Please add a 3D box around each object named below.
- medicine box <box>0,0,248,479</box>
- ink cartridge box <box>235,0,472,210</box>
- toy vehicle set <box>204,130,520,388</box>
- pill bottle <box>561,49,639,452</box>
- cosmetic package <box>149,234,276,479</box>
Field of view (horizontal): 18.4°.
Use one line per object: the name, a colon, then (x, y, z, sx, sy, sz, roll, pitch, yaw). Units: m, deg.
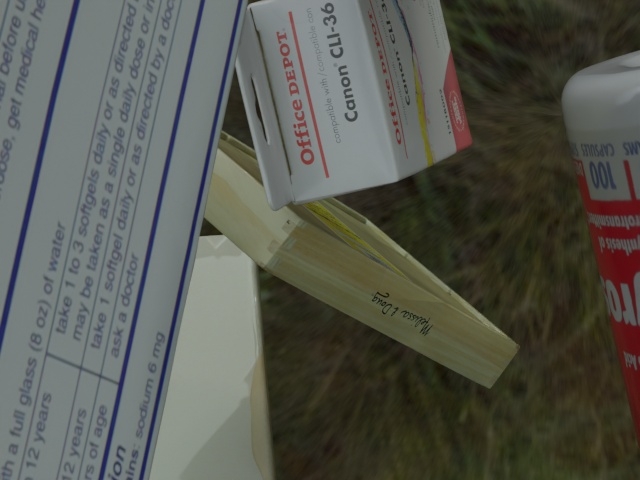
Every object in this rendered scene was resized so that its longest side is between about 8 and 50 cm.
medicine box: (-0.156, -0.036, 0.493, 0.149, 0.289, 0.263, 5, 76, 28)
ink cartridge box: (0.020, -0.089, 1.120, 0.067, 0.198, 0.115, -12, 97, 22)
toy vehicle set: (0.000, 0.000, 1.228, 0.166, 0.267, 0.035, 41, 97, 38)
pill bottle: (0.316, 0.062, 1.352, 0.229, 0.229, 0.407, -13, 98, 8)
cosmetic package: (-0.088, 0.167, 1.455, 0.113, 0.160, 0.309, -4, 62, -2)
